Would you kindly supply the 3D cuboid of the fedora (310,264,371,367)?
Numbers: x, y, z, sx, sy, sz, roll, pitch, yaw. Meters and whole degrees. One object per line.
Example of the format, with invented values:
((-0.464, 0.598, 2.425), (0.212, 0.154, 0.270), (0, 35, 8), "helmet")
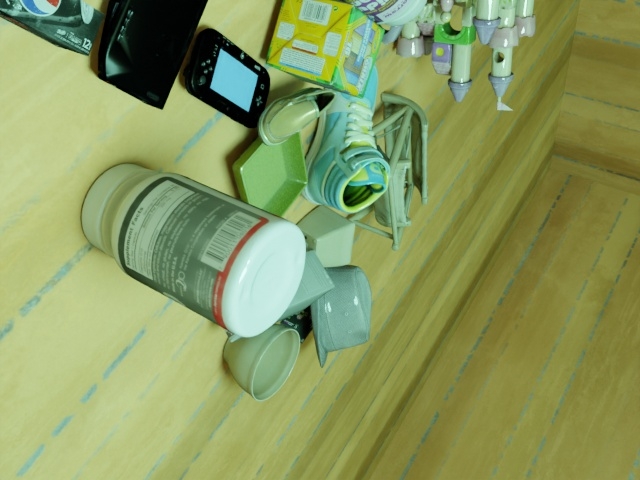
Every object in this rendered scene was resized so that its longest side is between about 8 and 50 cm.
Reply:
((0.056, 0.162, 1.496), (0.244, 0.124, 0.275), (-68, 153, -66), "fedora")

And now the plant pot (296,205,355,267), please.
((0.000, 0.000, 1.394), (0.096, 0.109, 0.109), (-23, 131, -39), "plant pot")

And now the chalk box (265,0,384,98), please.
((0.020, -0.335, 1.111), (0.213, 0.132, 0.132), (-7, 116, -67), "chalk box")

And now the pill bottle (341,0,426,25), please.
((0.079, -0.472, 1.083), (0.301, 0.169, 0.169), (-2, 112, -61), "pill bottle")

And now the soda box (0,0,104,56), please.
((-0.312, -0.253, 0.655), (0.169, 0.060, 0.053), (17, 95, -63), "soda box")

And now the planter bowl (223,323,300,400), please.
((-0.133, 0.239, 1.323), (0.162, 0.109, 0.162), (-41, 143, -41), "planter bowl")

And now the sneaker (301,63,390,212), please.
((0.082, -0.199, 1.240), (0.127, 0.208, 0.319), (8, 105, -34), "sneaker")

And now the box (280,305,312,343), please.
((-0.047, 0.191, 1.507), (0.083, 0.052, 0.062), (-52, 149, -26), "box")

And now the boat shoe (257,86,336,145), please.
((-0.035, -0.222, 1.084), (0.190, 0.072, 0.068), (-51, 128, -43), "boat shoe")

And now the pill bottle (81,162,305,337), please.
((-0.176, 0.003, 0.859), (0.161, 0.283, 0.161), (-43, 145, -40), "pill bottle")

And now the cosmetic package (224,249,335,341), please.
((-0.091, 0.106, 1.254), (0.127, 0.107, 0.238), (-36, 167, 29), "cosmetic package")

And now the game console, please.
((-0.169, -0.276, 0.922), (0.361, 0.044, 0.213), (19, 94, -64), "game console")

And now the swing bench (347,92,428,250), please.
((0.166, -0.164, 1.495), (0.254, 0.165, 0.253), (-51, 149, -29), "swing bench")

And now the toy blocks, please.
((0.284, -0.419, 1.367), (0.309, 0.288, 0.260), (-42, 139, -46), "toy blocks")

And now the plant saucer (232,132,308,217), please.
((-0.096, -0.122, 1.159), (0.188, 0.045, 0.188), (-56, 152, -35), "plant saucer")
